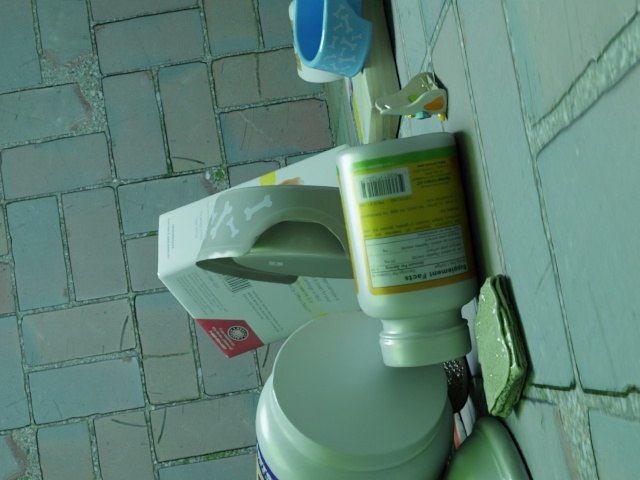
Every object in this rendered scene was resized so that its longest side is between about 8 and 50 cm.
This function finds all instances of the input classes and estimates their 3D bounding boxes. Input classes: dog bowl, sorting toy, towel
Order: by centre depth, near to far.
[{"bbox_3d":[0.176,0.107,1.010,0.148,0.027,0.110,83,178,-62],"label":"towel"},{"bbox_3d":[0.103,-0.160,1.179,0.083,0.075,0.045,-101,3,-67],"label":"sorting toy"},{"bbox_3d":[0.000,0.000,1.443,0.349,0.348,0.102,89,-175,-81],"label":"dog bowl"},{"bbox_3d":[0.017,-0.396,1.533,0.166,0.074,0.297,-138,48,-61],"label":"dog bowl"}]

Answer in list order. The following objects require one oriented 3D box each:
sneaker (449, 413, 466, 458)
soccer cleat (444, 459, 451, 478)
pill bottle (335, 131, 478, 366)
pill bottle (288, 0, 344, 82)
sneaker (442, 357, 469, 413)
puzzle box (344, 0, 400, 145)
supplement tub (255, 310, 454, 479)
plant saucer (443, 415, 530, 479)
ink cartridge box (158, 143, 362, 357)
[{"bbox_3d":[0.169,0.253,1.489,0.158,0.064,0.061,-101,2,-49],"label":"sneaker"},{"bbox_3d":[0.185,0.406,1.593,0.116,0.108,0.318,33,134,58],"label":"soccer cleat"},{"bbox_3d":[0.101,0.010,1.134,0.136,0.136,0.246,-123,24,-87],"label":"pill bottle"},{"bbox_3d":[0.001,-0.466,2.168,0.131,0.131,0.229,-102,3,-58],"label":"pill bottle"},{"bbox_3d":[0.169,0.166,1.372,0.071,0.066,0.188,48,-162,-38],"label":"sneaker"},{"bbox_3d":[0.081,-0.283,1.750,0.409,0.052,0.272,86,174,-76],"label":"puzzle box"},{"bbox_3d":[0.038,0.271,1.280,0.331,0.241,0.241,93,170,-46],"label":"supplement tub"},{"bbox_3d":[0.186,0.401,1.129,0.400,0.100,0.401,171,90,-89],"label":"plant saucer"},{"bbox_3d":[-0.064,0.026,1.865,0.160,0.384,0.279,-97,-18,-45],"label":"ink cartridge box"}]
